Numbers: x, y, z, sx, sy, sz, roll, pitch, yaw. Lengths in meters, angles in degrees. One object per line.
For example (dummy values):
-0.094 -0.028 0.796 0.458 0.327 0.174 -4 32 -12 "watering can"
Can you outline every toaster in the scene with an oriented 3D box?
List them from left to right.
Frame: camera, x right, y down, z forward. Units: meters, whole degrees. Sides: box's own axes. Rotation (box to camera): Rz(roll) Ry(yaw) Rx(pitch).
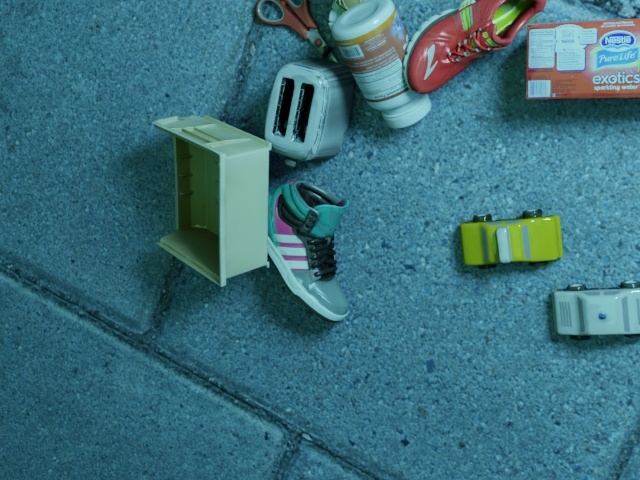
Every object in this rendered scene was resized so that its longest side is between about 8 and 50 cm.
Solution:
-0.020 -0.253 1.697 0.129 0.146 0.227 20 111 18 "toaster"

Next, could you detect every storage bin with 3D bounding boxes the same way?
-0.219 -0.090 1.757 0.260 0.123 0.262 27 125 43 "storage bin"

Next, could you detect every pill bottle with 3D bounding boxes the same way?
0.116 -0.313 1.615 0.121 0.121 0.216 -16 124 24 "pill bottle"

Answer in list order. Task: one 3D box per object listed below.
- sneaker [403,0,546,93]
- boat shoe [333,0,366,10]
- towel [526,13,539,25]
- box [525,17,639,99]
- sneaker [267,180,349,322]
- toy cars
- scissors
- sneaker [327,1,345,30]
0.260 -0.350 1.530 0.279 0.118 0.107 -41 122 6 "sneaker"
0.022 -0.466 1.624 0.056 0.048 0.153 -37 92 32 "boat shoe"
0.343 -0.416 1.602 0.060 0.009 0.083 -30 86 23 "towel"
0.479 -0.300 1.502 0.256 0.122 0.128 2 100 22 "box"
0.000 0.000 1.757 0.178 0.124 0.295 -41 81 32 "sneaker"
0.417 0.066 1.607 0.393 0.087 0.176 37 111 13 "toy cars"
-0.008 -0.403 1.744 0.297 0.021 0.109 42 112 12 "scissors"
0.085 -0.476 1.666 0.094 0.081 0.209 23 118 18 "sneaker"
